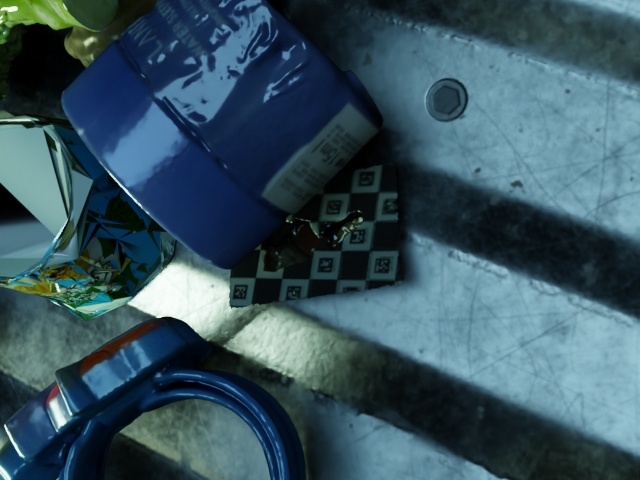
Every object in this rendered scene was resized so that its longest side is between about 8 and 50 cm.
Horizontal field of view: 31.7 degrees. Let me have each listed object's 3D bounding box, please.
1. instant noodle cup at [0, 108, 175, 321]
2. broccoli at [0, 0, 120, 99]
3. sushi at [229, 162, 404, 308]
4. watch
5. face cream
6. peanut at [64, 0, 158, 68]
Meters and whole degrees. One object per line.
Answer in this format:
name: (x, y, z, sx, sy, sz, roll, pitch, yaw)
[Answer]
instant noodle cup: (-0.299, -0.037, 1.247, 0.240, 0.178, 0.240, -2, 84, 22)
broccoli: (-0.344, -0.249, 1.197, 0.252, 0.221, 0.361, -50, 41, -1)
sushi: (0.000, 0.000, 1.194, 0.201, 0.031, 0.139, -8, 67, 23)
watch: (-0.178, 0.251, 1.141, 0.305, 0.241, 0.274, -40, 81, 2)
face cream: (-0.093, -0.132, 1.126, 0.225, 0.249, 0.249, -43, 70, 4)
peanut: (-0.159, -0.284, 1.236, 0.159, 0.143, 0.291, 43, 107, 11)
